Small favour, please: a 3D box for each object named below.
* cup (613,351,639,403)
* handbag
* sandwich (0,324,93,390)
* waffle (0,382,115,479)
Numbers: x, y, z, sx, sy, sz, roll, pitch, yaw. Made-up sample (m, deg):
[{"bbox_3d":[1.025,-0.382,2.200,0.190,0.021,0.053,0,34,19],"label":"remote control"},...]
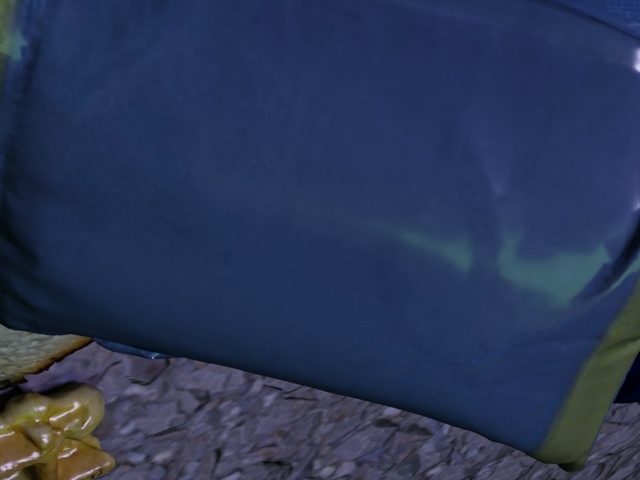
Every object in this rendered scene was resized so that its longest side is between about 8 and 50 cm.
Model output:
[{"bbox_3d":[0.237,0.049,1.019,0.256,0.178,0.255,1,136,-37],"label":"cup"},{"bbox_3d":[0.005,-0.069,0.521,0.241,0.263,0.222,14,141,-4],"label":"handbag"},{"bbox_3d":[-0.175,0.016,0.671,0.186,0.065,0.215,3,156,-41],"label":"sandwich"},{"bbox_3d":[-0.254,0.199,0.935,0.282,0.058,0.300,1,136,-41],"label":"waffle"}]
